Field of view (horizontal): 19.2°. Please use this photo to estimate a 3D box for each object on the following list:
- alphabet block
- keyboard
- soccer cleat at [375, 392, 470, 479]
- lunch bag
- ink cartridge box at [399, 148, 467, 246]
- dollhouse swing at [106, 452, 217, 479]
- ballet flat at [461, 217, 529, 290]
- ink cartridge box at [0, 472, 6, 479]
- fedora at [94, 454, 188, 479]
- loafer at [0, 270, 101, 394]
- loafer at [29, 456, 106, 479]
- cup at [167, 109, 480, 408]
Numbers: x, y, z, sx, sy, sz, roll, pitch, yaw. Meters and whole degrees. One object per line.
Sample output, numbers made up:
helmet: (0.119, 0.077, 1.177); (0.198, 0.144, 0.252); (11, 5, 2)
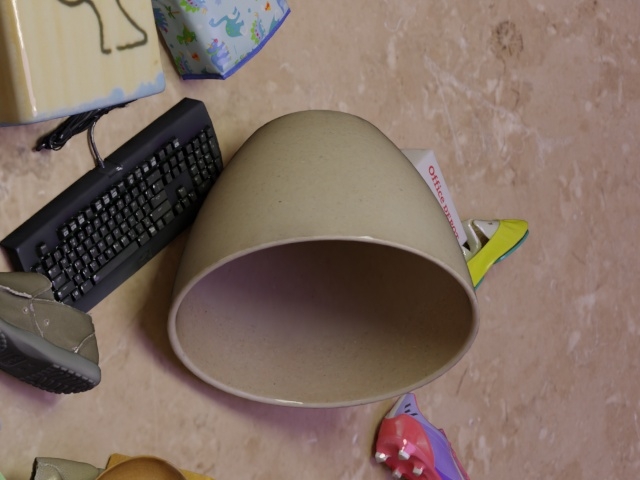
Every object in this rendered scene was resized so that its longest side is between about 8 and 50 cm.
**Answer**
alphabet block: (-0.285, -0.216, 1.782); (0.192, 0.193, 0.197); (-19, 104, -50)
keyboard: (-0.217, -0.061, 1.986); (0.317, 0.033, 0.202); (-44, 121, -41)
soccer cleat: (0.154, 0.294, 2.386); (0.248, 0.083, 0.095); (49, 50, -34)
lunch bag: (-0.109, -0.266, 2.065); (0.151, 0.096, 0.129); (-43, 121, -30)
ink cartridge box: (0.082, -0.005, 2.299); (0.191, 0.082, 0.140); (-46, 123, -38)
dollhouse swing: (-0.082, 0.441, 1.931); (0.315, 0.305, 0.347); (40, 61, -42)
ballet flat: (0.192, 0.018, 2.440); (0.077, 0.077, 0.231); (55, 51, -12)
ink cartridge box: (-0.455, 0.265, 1.632); (0.353, 0.119, 0.207); (-54, 128, -35)
fedora: (-0.167, 0.304, 1.834); (0.194, 0.079, 0.194); (-17, 112, -49)
loafer: (-0.312, 0.070, 1.837); (0.251, 0.094, 0.087); (36, 49, -44)
loafer: (-0.300, 0.326, 1.840); (0.092, 0.102, 0.268); (32, 69, -6)
cup: (0.000, 0.000, 2.062); (0.331, 0.331, 0.237); (40, 37, -42)
